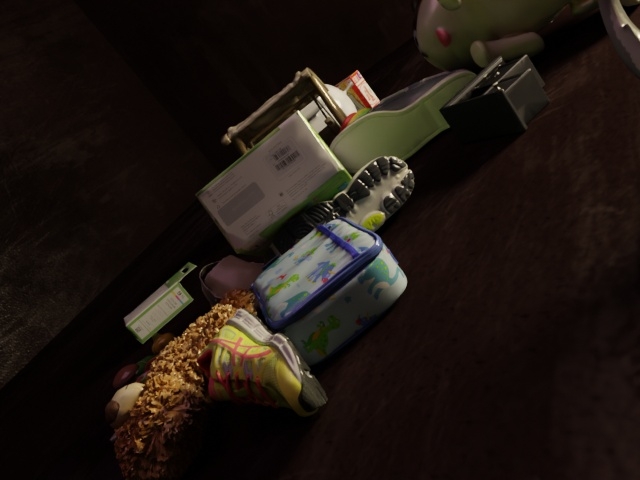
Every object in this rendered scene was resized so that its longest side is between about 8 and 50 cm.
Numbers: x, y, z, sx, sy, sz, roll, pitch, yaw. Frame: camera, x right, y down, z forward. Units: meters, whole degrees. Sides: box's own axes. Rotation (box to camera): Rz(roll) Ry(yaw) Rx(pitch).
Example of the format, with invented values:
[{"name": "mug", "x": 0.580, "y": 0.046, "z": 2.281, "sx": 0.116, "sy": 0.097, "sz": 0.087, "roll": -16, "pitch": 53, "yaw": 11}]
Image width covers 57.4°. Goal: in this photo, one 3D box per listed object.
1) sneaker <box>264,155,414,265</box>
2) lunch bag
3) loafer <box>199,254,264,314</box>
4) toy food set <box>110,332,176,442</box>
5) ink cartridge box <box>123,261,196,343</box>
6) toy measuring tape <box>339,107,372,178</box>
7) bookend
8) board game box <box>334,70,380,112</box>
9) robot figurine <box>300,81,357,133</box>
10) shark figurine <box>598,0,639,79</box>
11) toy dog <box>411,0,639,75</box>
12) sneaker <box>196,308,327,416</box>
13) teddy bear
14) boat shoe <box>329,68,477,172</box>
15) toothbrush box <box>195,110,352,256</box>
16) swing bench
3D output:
[{"name": "sneaker", "x": 0.035, "y": -0.020, "z": 0.919, "sx": 0.275, "sy": 0.107, "sz": 0.110, "roll": -37, "pitch": -5, "yaw": -9}, {"name": "lunch bag", "x": 0.007, "y": 0.052, "z": 0.748, "sx": 0.176, "sy": 0.090, "sz": 0.219, "roll": -37, "pitch": 16, "yaw": -2}, {"name": "loafer", "x": -0.151, "y": 0.077, "z": 1.030, "sx": 0.102, "sy": 0.092, "sz": 0.268, "roll": -48, "pitch": 17, "yaw": -30}, {"name": "toy food set", "x": -0.287, "y": 0.217, "z": 0.986, "sx": 0.128, "sy": 0.071, "sz": 0.218, "roll": -32, "pitch": 17, "yaw": 25}, {"name": "ink cartridge box", "x": -0.367, "y": 0.146, "z": 1.396, "sx": 0.209, "sy": 0.062, "sz": 0.109, "roll": -43, "pitch": 15, "yaw": -14}, {"name": "toy measuring tape", "x": 0.060, "y": -0.179, "z": 1.224, "sx": 0.330, "sy": 0.121, "sz": 0.121, "roll": -47, "pitch": 17, "yaw": -19}, {"name": "bookend", "x": 0.297, "y": -0.235, "z": 0.917, "sx": 0.156, "sy": 0.072, "sz": 0.157, "roll": -43, "pitch": 16, "yaw": -14}, {"name": "board game box", "x": 0.086, "y": -0.408, "z": 1.771, "sx": 0.193, "sy": 0.147, "sz": 0.045, "roll": -19, "pitch": 25, "yaw": 54}, {"name": "robot figurine", "x": -0.036, "y": -0.292, "z": 1.614, "sx": 0.353, "sy": 0.200, "sz": 0.300, "roll": -42, "pitch": -10, "yaw": -10}, {"name": "shark figurine", "x": 0.326, "y": -0.145, "z": 0.487, "sx": 0.116, "sy": 0.278, "sz": 0.166, "roll": 3, "pitch": -62, "yaw": -54}, {"name": "toy dog", "x": 0.350, "y": -0.497, "z": 1.146, "sx": 0.408, "sy": 0.284, "sz": 0.395, "roll": -31, "pitch": 23, "yaw": 43}, {"name": "sneaker", "x": -0.070, "y": 0.146, "z": 0.621, "sx": 0.094, "sy": 0.081, "sz": 0.208, "roll": -37, "pitch": 23, "yaw": -19}, {"name": "teddy bear", "x": -0.190, "y": 0.179, "z": 0.799, "sx": 0.245, "sy": 0.113, "sz": 0.338, "roll": -30, "pitch": 17, "yaw": 38}, {"name": "boat shoe", "x": 0.161, "y": -0.235, "z": 1.147, "sx": 0.319, "sy": 0.116, "sz": 0.099, "roll": -28, "pitch": 24, "yaw": 11}, {"name": "toothbrush box", "x": -0.052, "y": -0.076, "z": 0.998, "sx": 0.206, "sy": 0.122, "sz": 0.283, "roll": -38, "pitch": -11, "yaw": 7}, {"name": "swing bench", "x": -0.053, "y": -0.235, "z": 1.387, "sx": 0.253, "sy": 0.255, "sz": 0.165, "roll": -35, "pitch": 15, "yaw": 14}]
